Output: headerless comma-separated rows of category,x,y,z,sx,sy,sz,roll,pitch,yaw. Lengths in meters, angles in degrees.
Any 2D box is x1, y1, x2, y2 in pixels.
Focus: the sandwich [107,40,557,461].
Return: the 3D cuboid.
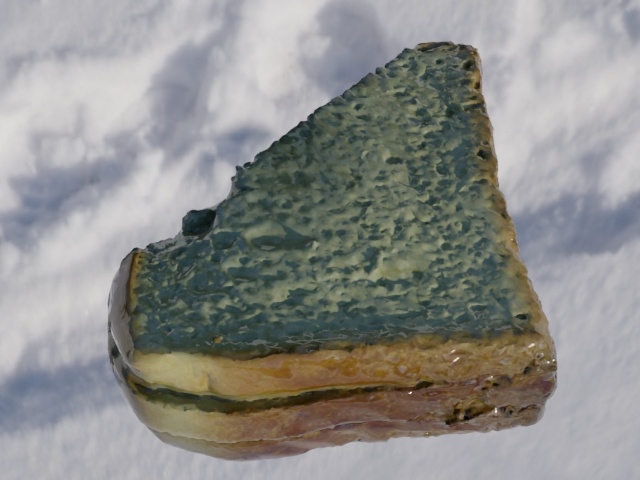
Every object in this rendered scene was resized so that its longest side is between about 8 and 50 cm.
sandwich,0.000,-0.003,0.849,0.254,0.100,0.288,-5,47,1
